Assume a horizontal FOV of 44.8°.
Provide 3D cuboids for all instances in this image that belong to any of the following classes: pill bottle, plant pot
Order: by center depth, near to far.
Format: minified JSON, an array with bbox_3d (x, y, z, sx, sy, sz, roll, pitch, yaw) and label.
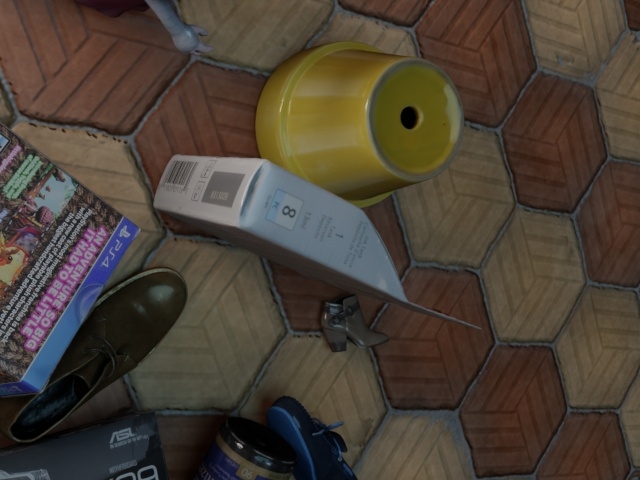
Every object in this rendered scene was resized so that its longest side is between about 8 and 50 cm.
[{"bbox_3d":[-0.133,0.374,1.102,0.123,0.123,0.219,26,94,-29],"label":"pill bottle"},{"bbox_3d":[0.068,-0.168,1.113,0.254,0.239,0.254,-2,95,-29],"label":"plant pot"}]

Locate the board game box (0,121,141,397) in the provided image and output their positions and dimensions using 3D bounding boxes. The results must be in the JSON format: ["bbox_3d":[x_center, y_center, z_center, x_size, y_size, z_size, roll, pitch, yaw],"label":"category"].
[{"bbox_3d":[-0.400,0.004,0.881,0.291,0.141,0.232,41,56,-26],"label":"board game box"}]

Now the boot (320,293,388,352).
[{"bbox_3d":[0.055,0.129,1.246,0.118,0.042,0.087,-8,96,-29],"label":"boot"}]

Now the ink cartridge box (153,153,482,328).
[{"bbox_3d":[0.000,0.000,1.048,0.385,0.308,0.091,24,84,-30],"label":"ink cartridge box"}]

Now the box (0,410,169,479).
[{"bbox_3d":[-0.332,0.368,0.964,0.307,0.076,0.242,-8,85,-41],"label":"box"}]

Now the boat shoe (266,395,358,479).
[{"bbox_3d":[-0.007,0.327,1.208,0.089,0.109,0.258,-41,129,-28],"label":"boat shoe"}]

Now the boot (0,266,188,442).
[{"bbox_3d":[-0.283,0.151,1.013,0.305,0.115,0.112,-42,110,-22],"label":"boot"}]

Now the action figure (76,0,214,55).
[{"bbox_3d":[-0.168,-0.381,0.883,0.276,0.370,0.248,43,72,-23],"label":"action figure"}]
